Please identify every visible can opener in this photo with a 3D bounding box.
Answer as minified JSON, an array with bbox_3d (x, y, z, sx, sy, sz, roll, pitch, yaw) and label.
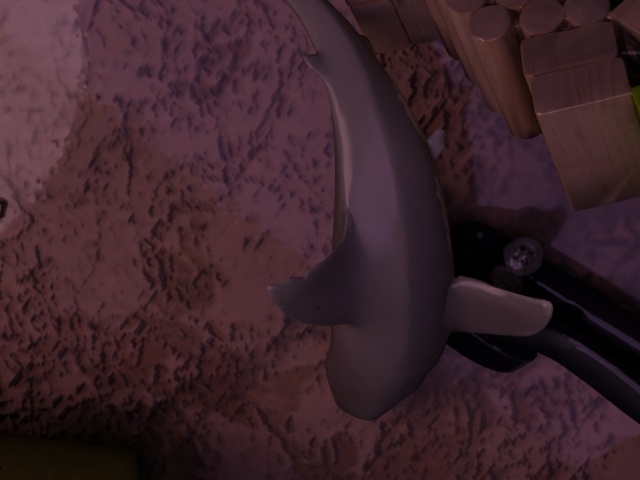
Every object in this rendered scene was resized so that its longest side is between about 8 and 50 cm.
[{"bbox_3d":[0.139,0.051,0.886,0.186,0.073,0.059,28,65,4],"label":"can opener"}]

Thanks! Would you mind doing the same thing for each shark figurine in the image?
[{"bbox_3d":[0.004,-0.021,0.824,0.166,0.116,0.278,5,116,52],"label":"shark figurine"}]

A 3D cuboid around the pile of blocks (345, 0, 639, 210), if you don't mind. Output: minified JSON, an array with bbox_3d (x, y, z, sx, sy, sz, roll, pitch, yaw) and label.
[{"bbox_3d":[0.139,-0.085,0.786,0.149,0.112,0.362,-40,56,-5],"label":"pile of blocks"}]

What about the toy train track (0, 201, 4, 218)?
[{"bbox_3d":[-0.217,-0.027,0.946,0.083,0.014,0.048,16,106,5],"label":"toy train track"}]

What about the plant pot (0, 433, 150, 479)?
[{"bbox_3d":[-0.224,0.211,0.898,0.293,0.275,0.275,-12,102,-3],"label":"plant pot"}]
